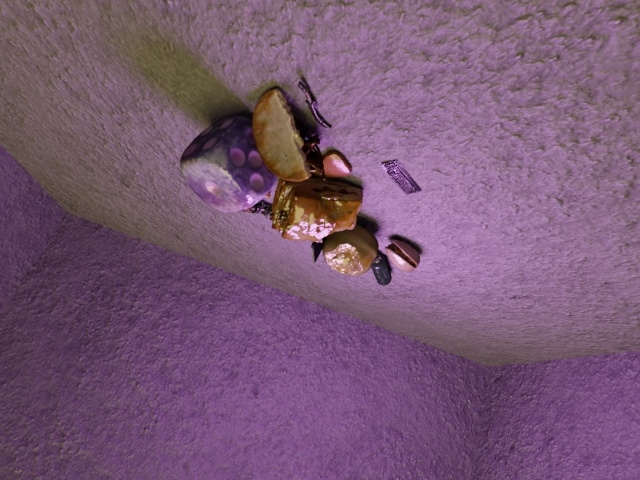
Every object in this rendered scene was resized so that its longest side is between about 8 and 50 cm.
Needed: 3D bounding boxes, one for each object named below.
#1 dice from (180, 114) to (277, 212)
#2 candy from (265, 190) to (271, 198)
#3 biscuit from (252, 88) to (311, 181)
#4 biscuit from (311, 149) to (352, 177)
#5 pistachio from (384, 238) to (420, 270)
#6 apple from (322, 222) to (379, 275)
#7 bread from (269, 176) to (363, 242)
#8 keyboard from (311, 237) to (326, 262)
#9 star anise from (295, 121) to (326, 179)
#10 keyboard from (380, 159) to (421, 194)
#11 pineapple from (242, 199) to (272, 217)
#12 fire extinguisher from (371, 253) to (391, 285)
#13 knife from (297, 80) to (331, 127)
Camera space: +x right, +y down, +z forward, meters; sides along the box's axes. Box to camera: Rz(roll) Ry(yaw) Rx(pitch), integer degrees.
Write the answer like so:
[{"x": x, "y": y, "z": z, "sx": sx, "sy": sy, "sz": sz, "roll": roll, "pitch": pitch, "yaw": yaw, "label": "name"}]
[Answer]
[{"x": -0.338, "y": -0.288, "z": 1.538, "sx": 0.270, "sy": 0.271, "sz": 0.270, "roll": -3, "pitch": 137, "yaw": 38, "label": "dice"}, {"x": -0.269, "y": -0.262, "z": 1.892, "sx": 0.056, "sy": 0.049, "sz": 0.185, "roll": 58, "pitch": 171, "yaw": 33, "label": "candy"}, {"x": -0.147, "y": -0.346, "z": 1.400, "sx": 0.204, "sy": 0.040, "sz": 0.309, "roll": -8, "pitch": 108, "yaw": 43, "label": "biscuit"}, {"x": 0.009, "y": -0.307, "z": 1.575, "sx": 0.191, "sy": 0.036, "sz": 0.186, "roll": 1, "pitch": 150, "yaw": 34, "label": "biscuit"}, {"x": 0.409, "y": 0.076, "z": 2.012, "sx": 0.223, "sy": 0.126, "sz": 0.152, "roll": 35, "pitch": -172, "yaw": -32, "label": "pistachio"}, {"x": 0.145, "y": 0.040, "z": 1.966, "sx": 0.278, "sy": 0.279, "sz": 0.279, "roll": 16, "pitch": 157, "yaw": 7, "label": "apple"}, {"x": -0.026, "y": -0.112, "z": 1.721, "sx": 0.369, "sy": 0.192, "sz": 0.314, "roll": 15, "pitch": 132, "yaw": -6, "label": "bread"}, {"x": 0.000, "y": 0.000, "z": 1.952, "sx": 0.018, "sy": 0.310, "sz": 0.101, "roll": 0, "pitch": 112, "yaw": 13, "label": "keyboard"}, {"x": -0.072, "y": -0.329, "z": 1.474, "sx": 0.189, "sy": 0.126, "sz": 0.220, "roll": 7, "pitch": 131, "yaw": 28, "label": "star anise"}, {"x": 0.306, "y": -0.234, "z": 1.530, "sx": 0.074, "sy": 0.015, "sz": 0.196, "roll": -4, "pitch": 148, "yaw": 43, "label": "keyboard"}, {"x": -0.334, "y": -0.179, "z": 2.065, "sx": 0.251, "sy": 0.125, "sz": 0.125, "roll": 18, "pitch": 160, "yaw": -24, "label": "pineapple"}, {"x": 0.330, "y": 0.147, "z": 2.275, "sx": 0.095, "sy": 0.115, "sz": 0.311, "roll": -26, "pitch": 148, "yaw": 4, "label": "fire extinguisher"}, {"x": -0.026, "y": -0.439, "z": 1.321, "sx": 0.045, "sy": 0.021, "sz": 0.222, "roll": 6, "pitch": 158, "yaw": 30, "label": "knife"}]
